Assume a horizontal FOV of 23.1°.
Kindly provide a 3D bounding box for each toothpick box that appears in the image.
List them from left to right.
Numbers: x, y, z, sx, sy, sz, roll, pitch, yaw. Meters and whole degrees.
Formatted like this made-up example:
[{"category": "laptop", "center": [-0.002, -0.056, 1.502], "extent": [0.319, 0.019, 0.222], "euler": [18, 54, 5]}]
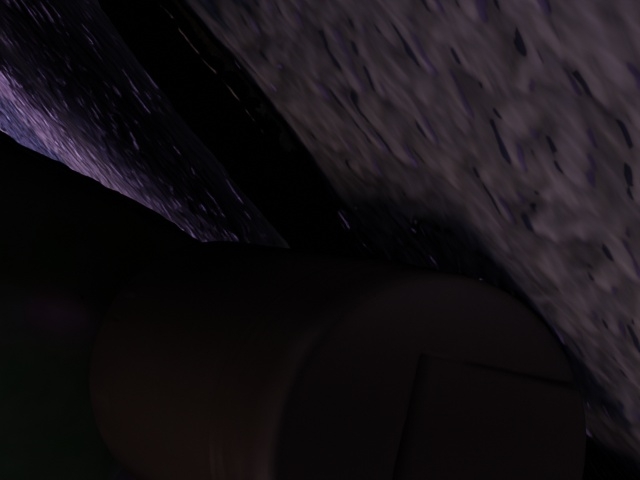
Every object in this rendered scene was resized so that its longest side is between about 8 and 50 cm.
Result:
[{"category": "toothpick box", "center": [-0.004, 0.058, 0.541], "extent": [0.111, 0.111, 0.180], "euler": [49, 163, -20]}]

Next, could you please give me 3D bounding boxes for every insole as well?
[{"category": "insole", "center": [0.000, 0.000, 0.628], "extent": [0.348, 0.009, 0.119], "euler": [52, 169, -30]}]

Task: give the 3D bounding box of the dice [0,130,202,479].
[{"category": "dice", "center": [-0.240, 0.081, 0.762], "extent": [0.318, 0.330, 0.322], "euler": [33, -178, 40]}]
